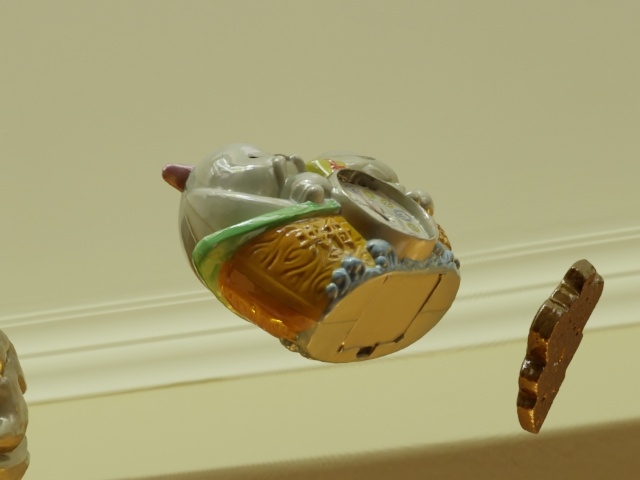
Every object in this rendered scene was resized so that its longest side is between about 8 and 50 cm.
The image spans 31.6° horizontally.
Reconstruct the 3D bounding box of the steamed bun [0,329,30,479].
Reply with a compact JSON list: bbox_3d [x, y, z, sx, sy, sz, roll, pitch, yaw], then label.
[{"bbox_3d":[-0.393,0.107,0.821,0.309,0.219,0.324,36,-126,21],"label":"steamed bun"}]

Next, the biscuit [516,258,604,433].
[{"bbox_3d":[0.111,0.051,0.543,0.016,0.082,0.092,25,-62,23],"label":"biscuit"}]

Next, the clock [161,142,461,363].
[{"bbox_3d":[0.000,0.000,0.682,0.144,0.231,0.103,45,-68,27],"label":"clock"}]
